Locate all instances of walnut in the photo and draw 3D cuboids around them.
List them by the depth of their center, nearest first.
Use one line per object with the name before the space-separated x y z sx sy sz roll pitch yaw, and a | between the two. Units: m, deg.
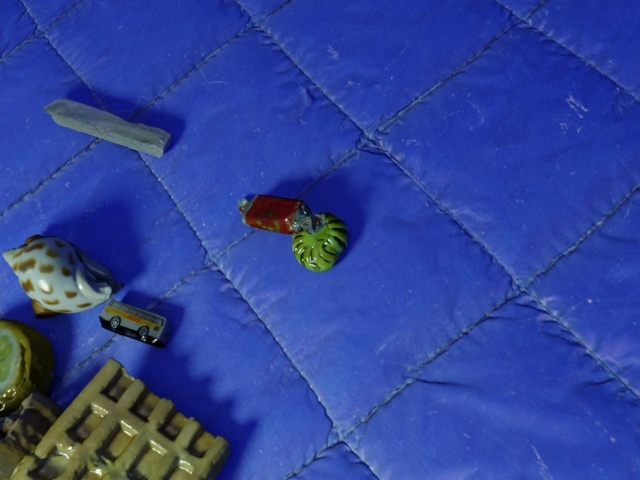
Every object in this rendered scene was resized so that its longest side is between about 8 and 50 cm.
walnut | -0.651 0.437 1.254 0.238 0.204 0.141 -13 24 -9

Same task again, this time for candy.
candy | -0.744 0.306 1.386 0.260 0.118 0.260 -5 65 10
candy | -0.102 -0.060 1.394 0.292 0.059 0.086 10 63 38

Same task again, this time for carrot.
carrot | -0.693 0.082 1.493 0.067 0.067 0.225 -22 67 2

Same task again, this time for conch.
conch | -0.615 0.078 1.408 0.275 0.183 0.149 41 88 9

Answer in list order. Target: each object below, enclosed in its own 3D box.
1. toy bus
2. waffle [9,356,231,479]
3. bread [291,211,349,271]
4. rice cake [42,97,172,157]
toy bus | -0.427 0.192 1.399 0.172 0.057 0.072 15 63 17
waffle | -0.389 0.447 1.201 0.348 0.077 0.304 31 58 8
bread | 0.000 0.000 1.380 0.139 0.071 0.130 -39 61 -5
rice cake | -0.570 -0.307 1.627 0.399 0.064 0.070 20 64 18
